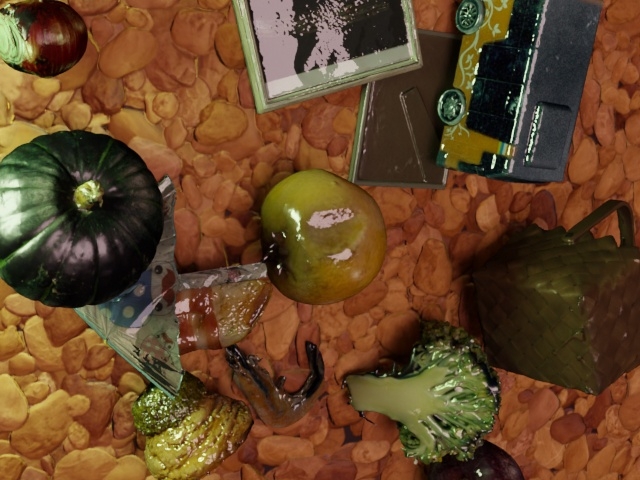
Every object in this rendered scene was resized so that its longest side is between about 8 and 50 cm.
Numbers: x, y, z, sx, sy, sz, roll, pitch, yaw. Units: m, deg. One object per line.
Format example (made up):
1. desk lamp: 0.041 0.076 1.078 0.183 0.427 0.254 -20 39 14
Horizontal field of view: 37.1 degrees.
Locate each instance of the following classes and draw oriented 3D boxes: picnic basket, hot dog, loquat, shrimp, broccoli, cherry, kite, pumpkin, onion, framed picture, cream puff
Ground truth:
1. picnic basket: 0.453 0.095 1.672 0.321 0.291 0.254 -31 117 -33
2. hot dog: -0.201 0.114 1.451 0.261 0.093 0.123 -7 90 -6
3. loquat: 0.001 -0.005 1.458 0.213 0.213 0.213 -8 108 -25
4. shrimp: -0.067 0.217 1.580 0.152 0.046 0.219 -42 123 -9
5. broccoli: 0.193 0.259 1.694 0.180 0.273 0.242 -22 112 -69
6. cherry: 0.292 0.462 1.761 0.195 0.195 0.195 -8 108 -25
7. kite: -0.234 0.067 1.401 0.314 0.011 0.335 -4 84 -1
8. pumpkin: -0.328 -0.034 1.284 0.250 0.216 0.250 11 66 -26
9. onion: -0.361 -0.270 1.248 0.118 0.117 0.118 -27 135 -30
10. framed picture: 0.015 -0.340 1.460 0.293 0.018 0.231 -19 111 -17
11. cream puff: -0.214 0.272 1.475 0.183 0.183 0.169 -40 95 -12
12. framed picture: 0.149 -0.217 1.579 0.192 0.018 0.265 2 103 -28

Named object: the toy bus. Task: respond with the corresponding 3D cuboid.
1. toy bus: 0.318 -0.256 1.540 0.162 0.194 0.323 2 103 -37
